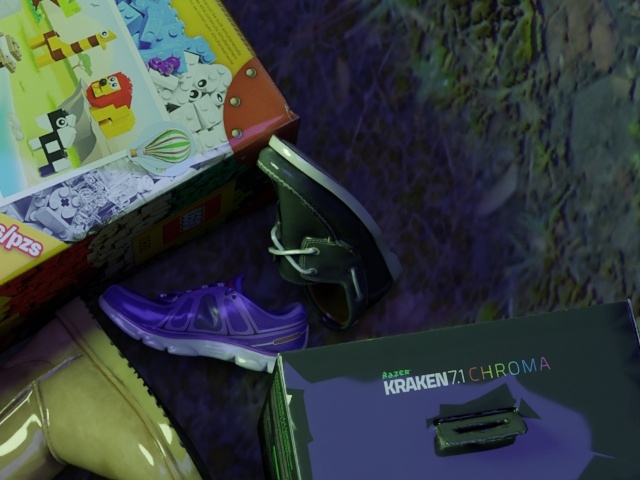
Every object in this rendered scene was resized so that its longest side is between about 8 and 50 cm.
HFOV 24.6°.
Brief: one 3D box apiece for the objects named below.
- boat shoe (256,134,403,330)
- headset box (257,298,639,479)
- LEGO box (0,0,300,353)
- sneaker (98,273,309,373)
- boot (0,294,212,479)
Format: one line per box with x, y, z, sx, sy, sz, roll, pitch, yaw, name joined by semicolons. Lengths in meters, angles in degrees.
0.000;0.000;1.127;0.079;0.233;0.084;-46;60;-8;boat shoe
0.090;0.149;1.056;0.246;0.283;0.131;-8;73;-9;headset box
-0.307;-0.174;1.166;0.372;0.193;0.500;-31;78;-14;LEGO box
-0.092;0.056;1.174;0.170;0.068;0.071;12;97;-11;sneaker
-0.230;0.190;1.067;0.269;0.089;0.236;-38;44;-9;boot
